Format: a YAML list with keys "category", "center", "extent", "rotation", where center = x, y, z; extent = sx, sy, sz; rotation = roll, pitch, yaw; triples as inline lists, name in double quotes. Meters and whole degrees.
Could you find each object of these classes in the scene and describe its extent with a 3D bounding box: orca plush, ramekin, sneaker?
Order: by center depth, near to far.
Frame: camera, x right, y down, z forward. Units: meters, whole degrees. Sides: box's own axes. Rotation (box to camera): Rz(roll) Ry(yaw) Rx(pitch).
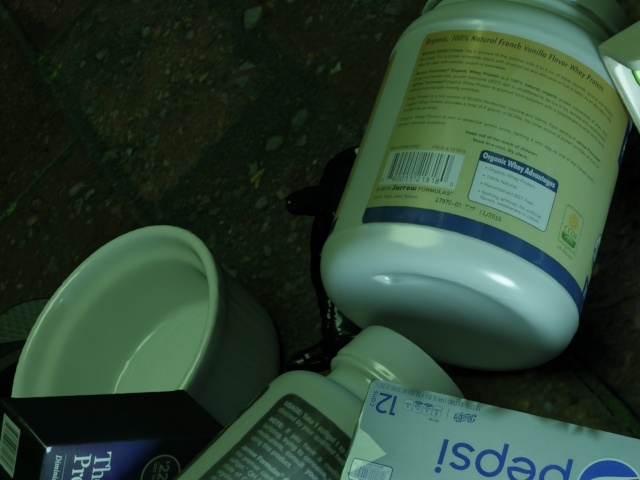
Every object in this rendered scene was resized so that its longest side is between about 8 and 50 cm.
- category: "orca plush"
  center: [0.000, 0.000, 1.450]
  extent: [0.151, 0.102, 0.287]
  rotation: [-46, 22, 55]
- category: "ramekin"
  center: [-0.173, 0.135, 1.521]
  extent: [0.277, 0.135, 0.277]
  rotation: [-24, 46, 28]
- category: "sneaker"
  center: [-0.349, 0.167, 1.702]
  extent: [0.086, 0.163, 0.226]
  rotation: [28, 39, 36]

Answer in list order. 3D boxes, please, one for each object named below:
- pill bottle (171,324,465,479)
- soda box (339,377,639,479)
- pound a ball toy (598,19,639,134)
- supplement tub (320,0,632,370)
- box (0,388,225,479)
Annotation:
- category: "pill bottle"
  center: [-0.022, 0.223, 1.248]
  extent: [0.318, 0.176, 0.176]
  rotation: [-44, 37, -19]
- category: "soda box"
  center: [0.165, 0.190, 1.099]
  extent: [0.286, 0.098, 0.091]
  rotation: [12, 65, 15]
- category: "pound a ball toy"
  center: [0.377, -0.129, 1.222]
  extent: [0.319, 0.208, 0.136]
  rotation: [-31, 18, 3]
- category: "supplement tub"
  center: [0.148, -0.068, 1.308]
  extent: [0.228, 0.228, 0.316]
  rotation: [-3, 59, 42]
- category: "box"
  center: [-0.202, 0.273, 1.320]
  extent: [0.103, 0.184, 0.261]
  rotation: [31, 115, 48]
